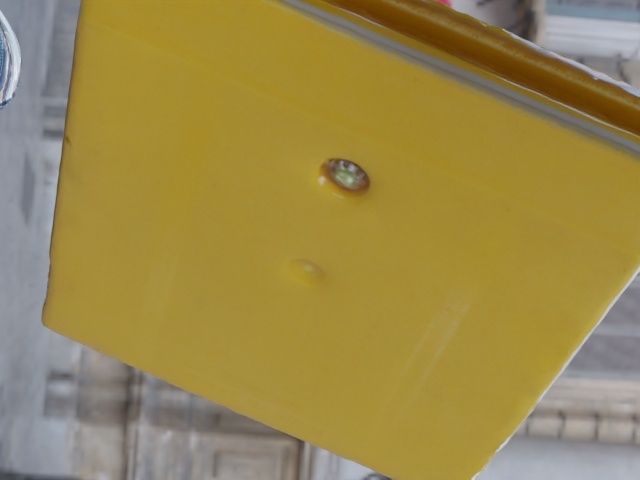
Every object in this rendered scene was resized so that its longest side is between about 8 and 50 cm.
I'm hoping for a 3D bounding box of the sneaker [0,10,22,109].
[{"bbox_3d":[-0.333,-0.219,1.007,0.283,0.110,0.122,61,-7,15],"label":"sneaker"}]

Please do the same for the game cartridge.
[{"bbox_3d":[0.000,0.000,0.667,0.323,0.285,0.052,113,1,-52],"label":"game cartridge"}]
